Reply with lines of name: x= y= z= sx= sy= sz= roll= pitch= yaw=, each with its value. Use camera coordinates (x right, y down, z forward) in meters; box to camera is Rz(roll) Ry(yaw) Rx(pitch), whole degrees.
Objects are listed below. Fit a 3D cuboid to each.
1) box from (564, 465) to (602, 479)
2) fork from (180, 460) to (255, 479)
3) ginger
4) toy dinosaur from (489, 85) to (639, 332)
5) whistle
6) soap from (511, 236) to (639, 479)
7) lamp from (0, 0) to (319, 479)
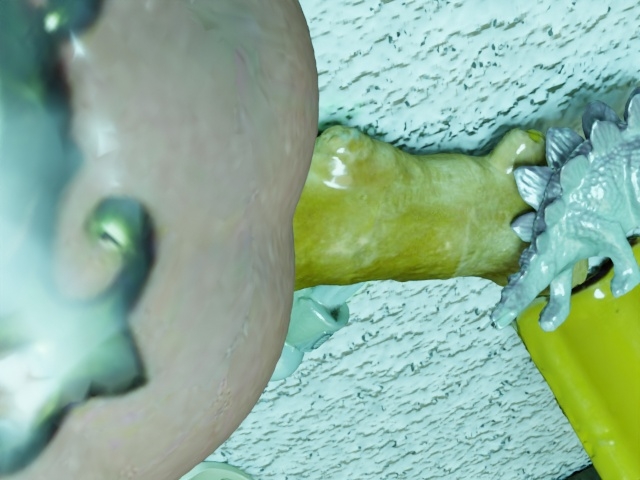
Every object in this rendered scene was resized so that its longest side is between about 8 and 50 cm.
box: x=0.187 y=0.263 z=1.270 sx=0.273 sy=0.143 sz=0.184 roll=-27 pitch=149 yaw=8
fork: x=-0.117 y=0.135 z=1.006 sx=0.219 sy=0.028 sz=0.034 roll=12 pitch=143 yaw=-37
ginger: x=-0.002 y=-0.002 z=0.822 sx=0.299 sy=0.065 sz=0.118 roll=-2 pitch=127 yaw=-31
toy dinosaur: x=0.149 y=-0.033 z=0.843 sx=0.209 sy=0.039 sz=0.082 roll=-39 pitch=117 yaw=-18
whistle: x=-0.008 y=0.038 z=0.909 sx=0.035 sy=0.035 sz=0.100 roll=14 pitch=134 yaw=-44
soap: x=0.237 y=0.166 z=0.991 sx=0.096 sy=0.324 sz=0.204 roll=-33 pitch=149 yaw=9
lamp: x=-0.153 y=-0.030 z=0.524 sx=0.305 sy=0.239 sz=0.305 roll=-4 pitch=102 yaw=-19
